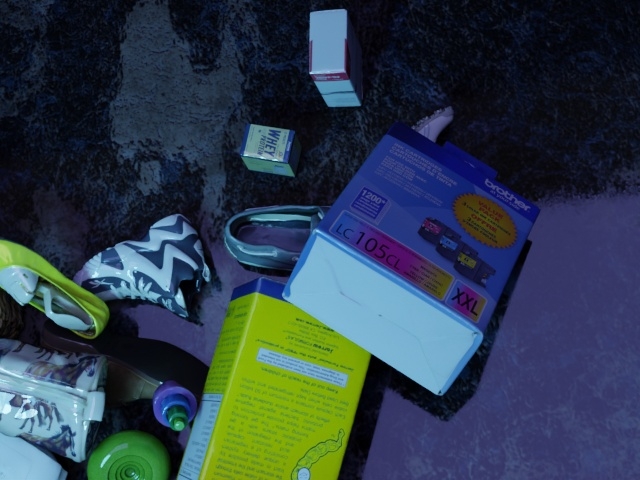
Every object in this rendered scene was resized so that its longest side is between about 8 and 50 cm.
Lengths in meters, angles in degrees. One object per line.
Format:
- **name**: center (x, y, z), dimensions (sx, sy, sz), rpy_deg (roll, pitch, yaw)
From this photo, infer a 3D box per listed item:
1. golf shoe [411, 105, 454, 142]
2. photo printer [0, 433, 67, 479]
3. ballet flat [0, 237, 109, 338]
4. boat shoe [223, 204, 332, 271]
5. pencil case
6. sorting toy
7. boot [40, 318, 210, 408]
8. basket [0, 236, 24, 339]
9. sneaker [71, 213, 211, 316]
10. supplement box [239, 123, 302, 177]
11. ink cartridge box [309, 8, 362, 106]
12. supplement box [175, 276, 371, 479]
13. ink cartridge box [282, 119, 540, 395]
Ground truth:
- **golf shoe**: center (0.161, -0.143, 1.752), dimensions (0.176, 0.069, 0.086), rpy_deg (-40, 91, 2)
- **photo printer**: center (-0.557, 0.384, 1.634), dimensions (0.308, 0.107, 0.256), rpy_deg (24, 65, 23)
- **ballet flat**: center (-0.424, 0.079, 1.642), dimensions (0.077, 0.231, 0.077), rpy_deg (-41, 27, 27)
- **boat shoe**: center (0.000, 0.000, 1.707), dimensions (0.320, 0.099, 0.116), rpy_deg (4, 75, 8)
- **pencil case**: center (-0.508, 0.201, 1.584), dimensions (0.411, 0.183, 0.159), rpy_deg (16, 82, 0)
- **sorting toy**: center (-0.294, 0.382, 1.588), dimensions (0.127, 0.126, 0.365), rpy_deg (33, 94, -17)
- **boot**: center (-0.302, 0.220, 1.709), dimensions (0.305, 0.112, 0.115), rpy_deg (17, 109, 7)
- **basket**: center (-0.653, 0.093, 1.706), dimensions (0.299, 0.223, 0.213), rpy_deg (-9, 75, 4)
- **sneaker**: center (-0.281, 0.078, 1.726), dimensions (0.235, 0.094, 0.153), rpy_deg (-30, 65, -11)
- **supplement box**: center (-0.081, -0.147, 1.764), dimensions (0.083, 0.083, 0.056), rpy_deg (9, 77, 9)
- **ink cartridge box**: center (0.026, -0.295, 1.754), dimensions (0.063, 0.150, 0.109), rpy_deg (-3, 75, 11)
- **supplement box**: center (-0.070, 0.256, 1.573), dimensions (0.195, 0.194, 0.356), rpy_deg (19, 78, -13)
- **ink cartridge box**: center (0.151, -0.003, 1.577), dimensions (0.270, 0.151, 0.395), rpy_deg (32, 39, 3)
